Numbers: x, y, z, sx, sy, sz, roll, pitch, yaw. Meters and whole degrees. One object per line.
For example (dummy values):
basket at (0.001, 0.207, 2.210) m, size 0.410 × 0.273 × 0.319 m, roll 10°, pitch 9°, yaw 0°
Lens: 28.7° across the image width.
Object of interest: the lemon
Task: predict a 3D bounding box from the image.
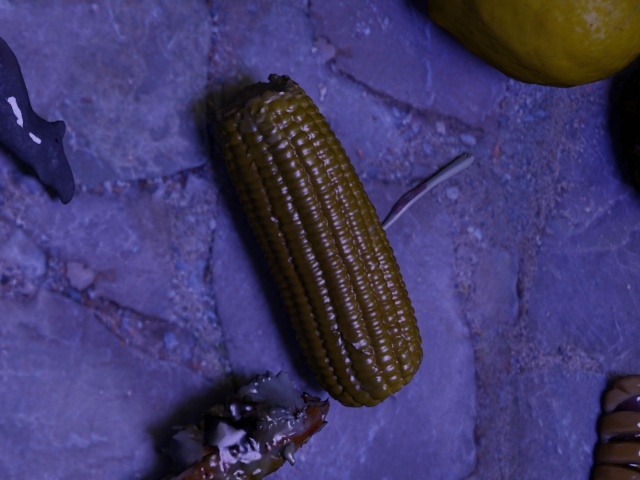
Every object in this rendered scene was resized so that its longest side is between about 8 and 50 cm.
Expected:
lemon at (0.244, -0.312, 1.372) m, size 0.316 × 0.285 × 0.285 m, roll 19°, pitch 76°, yaw -56°

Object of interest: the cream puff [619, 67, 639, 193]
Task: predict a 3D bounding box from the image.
cream puff at (0.478, -0.137, 1.584) m, size 0.239 × 0.165 × 0.239 m, roll 0°, pitch 90°, yaw -36°

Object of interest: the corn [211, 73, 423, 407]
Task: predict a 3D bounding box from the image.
corn at (0.000, 0.000, 1.270) m, size 0.131 × 0.131 × 0.344 m, roll -31°, pitch 105°, yaw -32°

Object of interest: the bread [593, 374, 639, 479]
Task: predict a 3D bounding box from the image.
bread at (0.405, 0.283, 1.562) m, size 0.134 × 0.081 × 0.225 m, roll 16°, pitch 77°, yaw -34°

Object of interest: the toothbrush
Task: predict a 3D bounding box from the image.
toothbrush at (0.106, -0.046, 1.413) m, size 0.204 × 0.017 × 0.022 m, roll -35°, pitch 126°, yaw -30°

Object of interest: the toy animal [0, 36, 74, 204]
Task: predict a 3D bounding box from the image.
toy animal at (-0.347, -0.175, 1.061) m, size 0.367 × 0.081 × 0.205 m, roll 17°, pitch 89°, yaw -33°

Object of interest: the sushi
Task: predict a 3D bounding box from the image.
sushi at (-0.077, 0.194, 1.222) m, size 0.226 × 0.097 × 0.103 m, roll -32°, pitch 105°, yaw -34°
